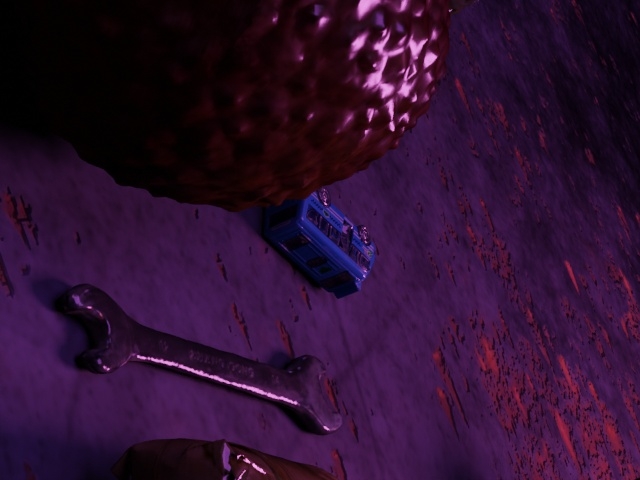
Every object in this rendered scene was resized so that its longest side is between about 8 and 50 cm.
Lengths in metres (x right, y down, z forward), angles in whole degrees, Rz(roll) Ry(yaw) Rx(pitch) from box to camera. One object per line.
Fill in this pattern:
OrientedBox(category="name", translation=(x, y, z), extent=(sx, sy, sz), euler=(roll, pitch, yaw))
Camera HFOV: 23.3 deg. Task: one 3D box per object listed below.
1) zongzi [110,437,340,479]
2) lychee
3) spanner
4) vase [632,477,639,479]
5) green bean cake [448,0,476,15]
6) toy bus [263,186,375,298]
OrientedBox(category="zongzi", translation=(-0.035, 0.193, 0.786), extent=(0.160, 0.078, 0.176), euler=(21, 59, -55))
OrientedBox(category="lychee", translation=(-0.052, -0.139, 0.856), extent=(0.260, 0.260, 0.260), euler=(43, 34, -38))
OrientedBox(category="spanner", translation=(-0.061, 0.073, 0.899), extent=(0.254, 0.015, 0.054), euler=(25, 49, -53))
OrientedBox(category="vase", translation=(0.285, 0.318, 1.100), extent=(0.245, 0.245, 0.291), euler=(43, 28, -38))
OrientedBox(category="green bean cake", translation=(0.073, -0.261, 1.258), extent=(0.181, 0.173, 0.094), euler=(44, 32, -42))
OrientedBox(category="toy bus", translation=(0.000, 0.000, 1.047), extent=(0.083, 0.038, 0.046), euler=(43, 38, -35))
